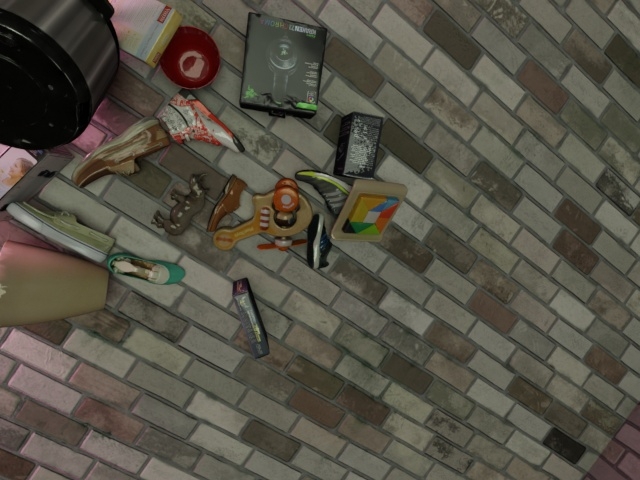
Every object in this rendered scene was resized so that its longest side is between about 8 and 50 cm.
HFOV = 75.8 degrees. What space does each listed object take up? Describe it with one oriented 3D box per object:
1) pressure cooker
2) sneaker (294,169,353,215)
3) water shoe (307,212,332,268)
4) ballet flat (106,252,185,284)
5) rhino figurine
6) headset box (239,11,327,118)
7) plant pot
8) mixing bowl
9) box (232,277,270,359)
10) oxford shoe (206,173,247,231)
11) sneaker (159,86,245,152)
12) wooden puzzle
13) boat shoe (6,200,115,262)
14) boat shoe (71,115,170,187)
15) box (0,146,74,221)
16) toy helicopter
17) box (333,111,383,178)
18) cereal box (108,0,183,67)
[{"bbox_3d":[-0.740,-0.488,1.068,0.370,0.420,0.375,8,138,-12],"label":"pressure cooker"},{"bbox_3d":[0.044,-0.155,1.422,0.300,0.111,0.121,24,98,-11],"label":"sneaker"},{"bbox_3d":[0.000,0.000,1.466,0.080,0.073,0.203,-1,104,-32],"label":"water shoe"},{"bbox_3d":[-0.578,0.102,1.354,0.248,0.087,0.083,15,96,-13],"label":"ballet flat"},{"bbox_3d":[-0.445,-0.122,1.351,0.106,0.073,0.243,37,90,-10],"label":"rhino figurine"},{"bbox_3d":[-0.125,-0.535,1.313,0.247,0.131,0.282,7,98,-11],"label":"headset box"},{"bbox_3d":[-0.806,0.141,1.256,0.274,0.256,0.256,8,98,-27],"label":"plant pot"},{"bbox_3d":[-0.399,-0.554,1.275,0.182,0.098,0.181,-1,99,-9],"label":"mixing bowl"},{"bbox_3d":[-0.236,0.258,1.395,0.059,0.183,0.232,-19,101,-7],"label":"box"},{"bbox_3d":[-0.314,-0.112,1.378,0.076,0.076,0.212,30,92,-20],"label":"oxford shoe"},{"bbox_3d":[-0.383,-0.343,1.320,0.270,0.090,0.145,44,90,-10],"label":"sneaker"},{"bbox_3d":[0.170,-0.092,1.410,0.221,0.044,0.238,2,127,-28],"label":"wooden puzzle"},{"bbox_3d":[-0.793,-0.041,1.275,0.302,0.109,0.094,38,73,-34],"label":"boat shoe"},{"bbox_3d":[-0.614,-0.254,1.276,0.324,0.123,0.116,-36,106,-2],"label":"boat shoe"},{"bbox_3d":[-0.893,-0.183,1.210,0.290,0.169,0.087,-44,101,0],"label":"box"},{"bbox_3d":[-0.193,-0.044,1.403,0.355,0.140,0.234,-22,112,5],"label":"toy helicopter"},{"bbox_3d":[0.123,-0.314,1.385,0.108,0.153,0.206,7,99,-12],"label":"box"},{"bbox_3d":[-0.542,-0.634,1.208,0.240,0.047,0.173,32,92,15],"label":"cereal box"}]
